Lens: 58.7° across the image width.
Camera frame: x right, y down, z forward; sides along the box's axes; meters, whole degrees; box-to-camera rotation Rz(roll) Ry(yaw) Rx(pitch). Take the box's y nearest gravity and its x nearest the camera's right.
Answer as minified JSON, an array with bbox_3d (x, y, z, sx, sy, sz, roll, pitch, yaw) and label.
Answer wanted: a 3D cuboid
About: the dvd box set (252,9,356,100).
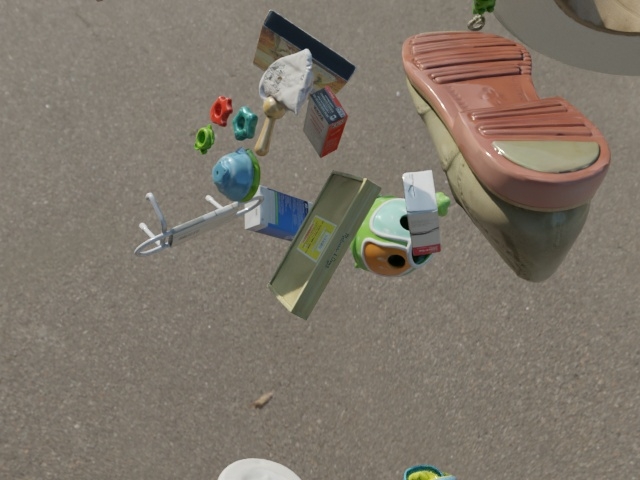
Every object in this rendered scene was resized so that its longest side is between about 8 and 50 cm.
[{"bbox_3d":[-0.069,-0.579,1.877,0.307,0.420,0.062,31,86,-11],"label":"dvd box set"}]

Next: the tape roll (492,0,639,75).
[{"bbox_3d":[0.383,-0.336,0.674,0.392,0.392,0.072,17,78,14],"label":"tape roll"}]

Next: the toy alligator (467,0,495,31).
[{"bbox_3d":[0.204,-0.310,0.709,0.056,0.190,0.051,-9,68,9],"label":"toy alligator"}]

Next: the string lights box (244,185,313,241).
[{"bbox_3d":[-0.125,-0.079,1.864,0.076,0.259,0.133,-18,67,39],"label":"string lights box"}]

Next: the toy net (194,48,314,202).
[{"bbox_3d":[-0.075,-0.151,0.701,0.045,0.232,0.122,4,55,-44],"label":"toy net"}]

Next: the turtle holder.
[{"bbox_3d":[0.253,-0.015,1.747,0.320,0.243,0.227,-13,21,-39],"label":"turtle holder"}]

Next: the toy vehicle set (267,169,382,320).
[{"bbox_3d":[0.000,0.000,1.049,0.267,0.035,0.166,-60,23,2],"label":"toy vehicle set"}]

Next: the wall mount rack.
[{"bbox_3d":[-0.332,-0.070,1.456,0.350,0.304,0.130,-25,84,-24],"label":"wall mount rack"}]

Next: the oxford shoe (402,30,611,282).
[{"bbox_3d":[0.166,-0.120,0.625,0.140,0.146,0.397,-4,39,1],"label":"oxford shoe"}]

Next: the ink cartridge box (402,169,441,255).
[{"bbox_3d":[0.211,-0.056,1.182,0.063,0.150,0.109,-7,55,9],"label":"ink cartridge box"}]

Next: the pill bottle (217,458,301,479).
[{"bbox_3d":[-0.144,0.597,1.080,0.176,0.318,0.176,15,15,-4],"label":"pill bottle"}]

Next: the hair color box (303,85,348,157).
[{"bbox_3d":[0.007,-0.219,1.067,0.043,0.141,0.072,-29,80,-13],"label":"hair color box"}]

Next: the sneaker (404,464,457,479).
[{"bbox_3d":[0.196,0.522,0.999,0.127,0.319,0.208,-5,45,-21],"label":"sneaker"}]
